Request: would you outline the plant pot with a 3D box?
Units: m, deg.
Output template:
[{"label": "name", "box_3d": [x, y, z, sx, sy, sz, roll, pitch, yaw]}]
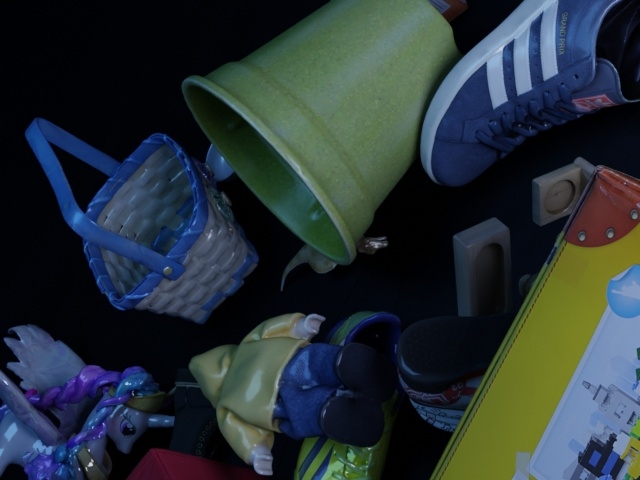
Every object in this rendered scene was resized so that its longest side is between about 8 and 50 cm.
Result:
[{"label": "plant pot", "box_3d": [0.028, -0.157, 1.457, 0.254, 0.276, 0.276, -43, 38, -11]}]

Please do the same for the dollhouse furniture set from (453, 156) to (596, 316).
[{"label": "dollhouse furniture set", "box_3d": [0.226, 0.031, 1.226, 0.151, 0.144, 0.123, -23, 38, -19]}]

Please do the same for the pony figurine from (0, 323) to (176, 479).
[{"label": "pony figurine", "box_3d": [-0.384, 0.263, 1.725, 0.351, 0.303, 0.363, 35, 95, 18]}]

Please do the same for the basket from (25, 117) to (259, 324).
[{"label": "basket", "box_3d": [-0.239, -0.036, 1.662, 0.201, 0.289, 0.254, -51, 43, 16]}]

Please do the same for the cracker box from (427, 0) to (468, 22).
[{"label": "cracker box", "box_3d": [0.086, -0.344, 1.640, 0.156, 0.067, 0.232, -36, 47, 29]}]

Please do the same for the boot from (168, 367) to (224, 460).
[{"label": "boot", "box_3d": [-0.122, 0.234, 1.578, 0.198, 0.077, 0.137, -2, 75, 58]}]

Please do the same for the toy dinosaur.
[{"label": "toy dinosaur", "box_3d": [0.000, 0.000, 1.568, 0.183, 0.053, 0.092, -20, 58, 41]}]

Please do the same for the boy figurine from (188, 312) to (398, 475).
[{"label": "boy figurine", "box_3d": [-0.048, 0.163, 1.371, 0.285, 0.092, 0.177, -5, 65, 53]}]

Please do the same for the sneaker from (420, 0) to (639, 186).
[{"label": "sneaker", "box_3d": [0.246, -0.162, 1.330, 0.350, 0.131, 0.148, -51, 54, 25]}]

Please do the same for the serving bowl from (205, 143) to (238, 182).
[{"label": "serving bowl", "box_3d": [-0.123, -0.116, 1.782, 0.083, 0.027, 0.083, -23, 55, 38]}]

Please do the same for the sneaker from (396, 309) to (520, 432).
[{"label": "sneaker", "box_3d": [0.212, 0.127, 1.241, 0.270, 0.145, 0.090, -3, 61, 8]}]

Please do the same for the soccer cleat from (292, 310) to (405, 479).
[{"label": "soccer cleat", "box_3d": [0.038, 0.209, 1.377, 0.121, 0.093, 0.289, -33, 45, 52]}]

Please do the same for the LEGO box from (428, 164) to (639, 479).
[{"label": "LEGO box", "box_3d": [0.270, 0.253, 0.975, 0.372, 0.193, 0.500, 40, 109, 47]}]

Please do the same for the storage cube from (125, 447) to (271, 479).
[{"label": "storage cube", "box_3d": [-0.132, 0.371, 1.402, 0.183, 0.215, 0.193, -52, 47, 15]}]
